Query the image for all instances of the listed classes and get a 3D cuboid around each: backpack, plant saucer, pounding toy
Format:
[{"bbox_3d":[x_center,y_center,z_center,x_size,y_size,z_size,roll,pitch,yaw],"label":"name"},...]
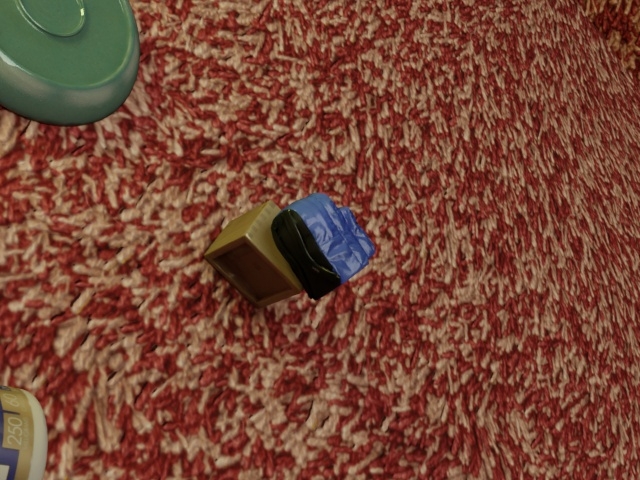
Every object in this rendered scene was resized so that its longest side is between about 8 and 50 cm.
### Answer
[{"bbox_3d":[0.000,0.000,1.227,0.101,0.098,0.120,-36,89,-37],"label":"backpack"},{"bbox_3d":[-0.359,-0.302,1.249,0.317,0.044,0.317,25,52,-38],"label":"plant saucer"},{"bbox_3d":[-0.065,0.024,1.315,0.141,0.130,0.100,46,54,-16],"label":"pounding toy"}]

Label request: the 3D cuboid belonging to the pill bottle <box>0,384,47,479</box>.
[{"bbox_3d":[-0.391,0.184,0.840,0.265,0.153,0.153,20,53,-38],"label":"pill bottle"}]
